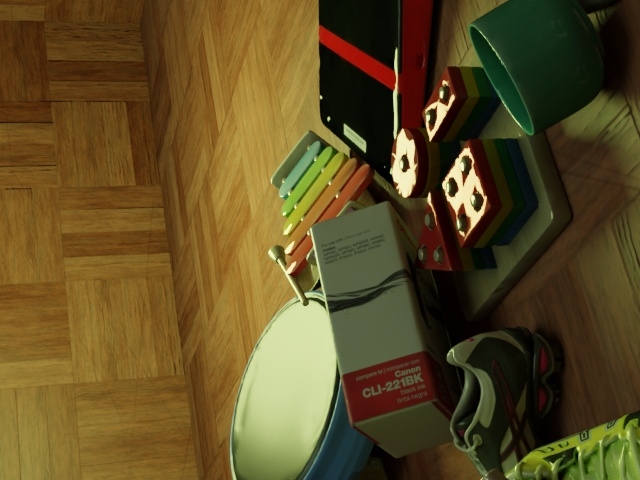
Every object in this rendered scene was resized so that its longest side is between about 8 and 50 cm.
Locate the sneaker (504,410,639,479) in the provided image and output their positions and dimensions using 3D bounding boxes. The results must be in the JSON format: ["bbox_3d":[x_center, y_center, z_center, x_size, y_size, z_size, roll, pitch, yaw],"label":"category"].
[{"bbox_3d":[0.259,0.231,0.942,0.385,0.147,0.145,121,145,-57],"label":"sneaker"}]

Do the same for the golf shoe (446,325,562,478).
[{"bbox_3d":[0.199,0.233,1.174,0.105,0.120,0.273,174,92,-70],"label":"golf shoe"}]

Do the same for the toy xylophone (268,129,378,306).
[{"bbox_3d":[-0.008,-0.036,1.675,0.236,0.081,0.323,-55,25,6],"label":"toy xylophone"}]

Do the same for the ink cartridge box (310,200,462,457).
[{"bbox_3d":[0.091,0.115,1.358,0.197,0.114,0.273,48,-154,-60],"label":"ink cartridge box"}]

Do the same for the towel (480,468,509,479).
[{"bbox_3d":[0.227,0.397,0.955,0.317,0.053,0.332,43,151,31],"label":"towel"}]

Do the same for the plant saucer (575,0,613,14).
[{"bbox_3d":[0.223,-0.424,1.045,0.400,0.100,0.401,177,90,-71],"label":"plant saucer"}]

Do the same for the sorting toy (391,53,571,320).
[{"bbox_3d":[0.169,-0.070,1.269,0.255,0.089,0.257,117,146,-56],"label":"sorting toy"}]

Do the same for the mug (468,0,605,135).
[{"bbox_3d":[0.218,-0.186,1.061,0.129,0.097,0.158,58,-175,-21],"label":"mug"}]

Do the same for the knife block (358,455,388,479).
[{"bbox_3d":[0.064,0.512,1.664,0.276,0.088,0.242,-112,27,-45],"label":"knife block"}]

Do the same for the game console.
[{"bbox_3d":[0.076,-0.290,1.601,0.386,0.060,0.342,-129,34,-62],"label":"game console"}]

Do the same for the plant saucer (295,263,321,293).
[{"bbox_3d":[0.000,0.000,1.832,0.198,0.036,0.199,-168,90,-72],"label":"plant saucer"}]

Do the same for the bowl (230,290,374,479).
[{"bbox_3d":[-0.032,0.265,1.723,0.391,0.077,0.391,-44,36,44],"label":"bowl"}]
